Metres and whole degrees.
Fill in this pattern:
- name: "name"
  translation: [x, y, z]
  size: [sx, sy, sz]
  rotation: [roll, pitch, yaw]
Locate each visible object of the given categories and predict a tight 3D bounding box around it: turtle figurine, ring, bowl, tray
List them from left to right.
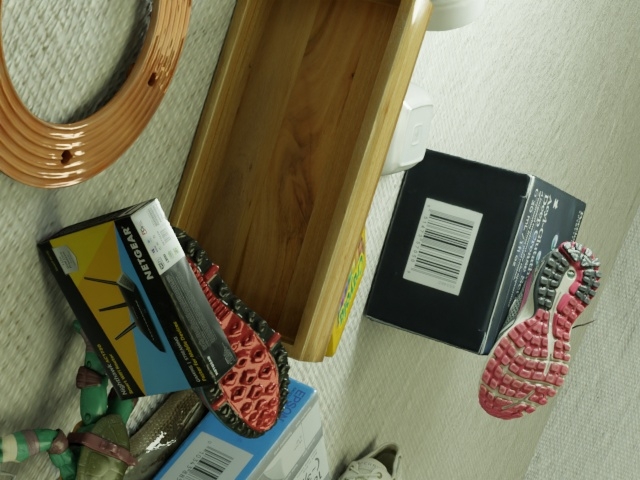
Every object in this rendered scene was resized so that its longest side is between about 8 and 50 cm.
- name: "ring"
  translation: [-0.219, -0.212, 1.093]
  size: [0.336, 0.032, 0.336]
  rotation: [-45, 144, -45]
- name: "turtle figurine"
  translation: [-0.241, 0.208, 1.230]
  size: [0.175, 0.118, 0.234]
  rotation: [70, 35, -62]
- name: "tray"
  translation: [-0.036, -0.092, 1.349]
  size: [0.076, 0.203, 0.410]
  rotation: [16, 91, -67]
- name: "bowl"
  translation: [0.121, -0.162, 1.819]
  size: [0.142, 0.053, 0.142]
  rotation: [-19, 124, -60]

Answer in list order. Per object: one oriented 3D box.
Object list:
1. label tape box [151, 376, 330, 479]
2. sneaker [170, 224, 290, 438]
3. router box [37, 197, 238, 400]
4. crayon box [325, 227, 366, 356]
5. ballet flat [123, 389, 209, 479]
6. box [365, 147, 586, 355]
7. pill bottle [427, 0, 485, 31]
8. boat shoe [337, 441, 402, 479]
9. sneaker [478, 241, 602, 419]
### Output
- name: "label tape box"
  translation: [-0.090, 0.353, 1.510]
  size: [0.240, 0.106, 0.333]
  rotation: [-49, 146, -37]
- name: "sneaker"
  translation: [-0.128, 0.090, 1.280]
  size: [0.104, 0.125, 0.261]
  rotation: [-37, 105, -23]
- name: "router box"
  translation: [-0.173, 0.060, 1.159]
  size: [0.046, 0.133, 0.178]
  rotation: [-42, 111, -50]
- name: "crayon box"
  translation: [0.000, 0.000, 1.575]
  size: [0.203, 0.083, 0.322]
  rotation: [-68, 161, -51]
- name: "ballet flat"
  translation: [-0.191, 0.232, 1.426]
  size: [0.250, 0.058, 0.084]
  rotation: [-46, 147, -36]
- name: "box"
  translation: [0.275, 0.028, 2.077]
  size: [0.395, 0.212, 0.293]
  rotation: [10, 96, -66]
- name: "pill bottle"
  translation: [0.141, -0.430, 1.535]
  size: [0.176, 0.176, 0.318]
  rotation: [-53, 149, -38]
- name: "boat shoe"
  translation: [0.071, 0.408, 2.045]
  size: [0.277, 0.098, 0.096]
  rotation: [-32, 134, -68]
- name: "sneaker"
  translation: [0.341, 0.147, 1.912]
  size: [0.299, 0.121, 0.112]
  rotation: [-58, -177, -13]
